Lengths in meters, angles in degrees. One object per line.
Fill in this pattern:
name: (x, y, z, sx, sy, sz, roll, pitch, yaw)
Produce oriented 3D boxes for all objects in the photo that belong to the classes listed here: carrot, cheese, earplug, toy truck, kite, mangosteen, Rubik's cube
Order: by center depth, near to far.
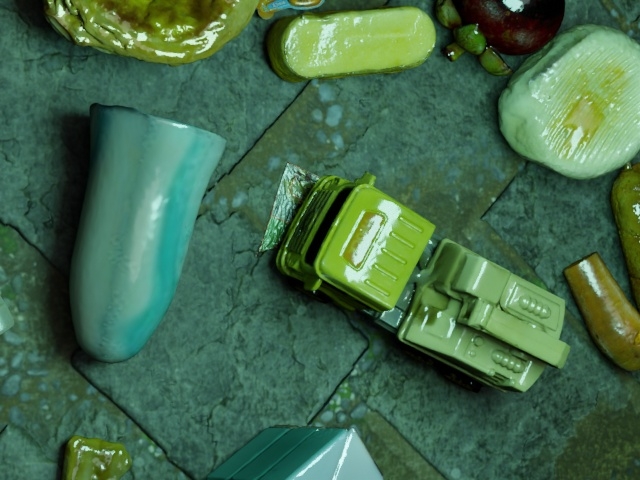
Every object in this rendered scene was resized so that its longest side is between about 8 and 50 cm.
earplug: (-0.251, 0.000, 1.858, 0.185, 0.185, 0.324, 15, 88, -22)
Rubik's cube: (-0.036, 0.393, 1.871, 0.231, 0.224, 0.221, -36, 103, -29)
toy truck: (0.155, 0.069, 1.974, 0.405, 0.254, 0.181, 31, 80, -18)
cheese: (-0.041, -0.342, 2.032, 0.111, 0.017, 0.047, -21, 62, -19)
kite: (0.000, 0.000, 2.042, 0.198, 0.006, 0.244, -28, 98, -22)
mangosteen: (0.258, -0.338, 2.092, 0.200, 0.200, 0.200, 1, 87, -23)
carrot: (0.441, 0.113, 2.185, 0.087, 0.087, 0.193, -39, 98, -20)

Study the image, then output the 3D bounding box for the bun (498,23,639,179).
bun: (0.382, -0.214, 2.139, 0.243, 0.153, 0.244, -3, 100, -19)

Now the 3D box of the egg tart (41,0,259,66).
egg tart: (-0.233, -0.389, 1.899, 0.341, 0.129, 0.341, 1, 87, -21)

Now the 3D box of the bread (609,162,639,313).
bread: (0.516, 0.010, 2.221, 0.124, 0.084, 0.344, -24, 97, -45)

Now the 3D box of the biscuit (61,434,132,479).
biscuit: (-0.272, 0.354, 1.891, 0.174, 0.039, 0.183, 7, 85, -21)

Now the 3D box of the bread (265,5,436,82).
bread: (0.044, -0.281, 2.032, 0.245, 0.094, 0.102, -10, 100, -22)

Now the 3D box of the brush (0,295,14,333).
brush: (-0.490, -0.016, 1.814, 0.060, 0.050, 0.321, -33, 101, -25)
